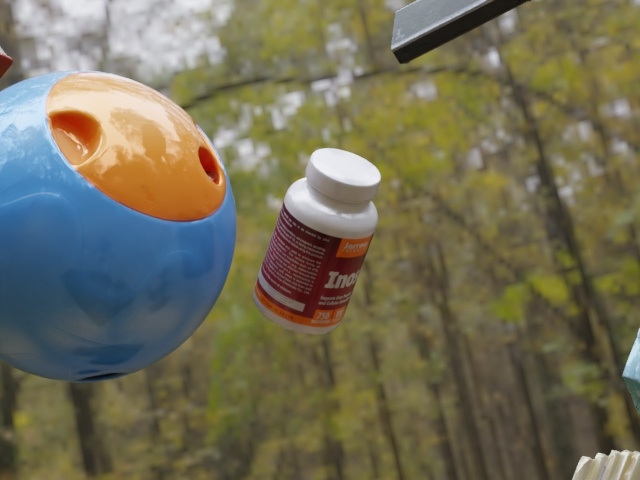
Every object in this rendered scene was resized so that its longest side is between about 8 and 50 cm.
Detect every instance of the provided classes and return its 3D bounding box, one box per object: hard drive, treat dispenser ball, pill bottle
[{"bbox_3d":[0.127,-0.208,1.686,0.135,0.022,0.094,-26,22,17],"label":"hard drive"},{"bbox_3d":[-0.221,-0.013,1.764,0.288,0.288,0.288,-11,-14,-3],"label":"treat dispenser ball"},{"bbox_3d":[0.000,0.000,1.690,0.086,0.086,0.152,-2,-56,-36],"label":"pill bottle"}]

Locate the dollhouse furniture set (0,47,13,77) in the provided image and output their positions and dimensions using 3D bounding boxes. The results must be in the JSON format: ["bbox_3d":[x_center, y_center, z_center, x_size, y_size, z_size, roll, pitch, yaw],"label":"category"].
[{"bbox_3d":[-0.501,-0.180,2.224,0.201,0.152,0.374,-49,-21,6],"label":"dollhouse furniture set"}]

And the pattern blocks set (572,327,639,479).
[{"bbox_3d":[0.125,0.205,0.930,0.026,0.325,0.285,14,-34,28],"label":"pattern blocks set"}]
